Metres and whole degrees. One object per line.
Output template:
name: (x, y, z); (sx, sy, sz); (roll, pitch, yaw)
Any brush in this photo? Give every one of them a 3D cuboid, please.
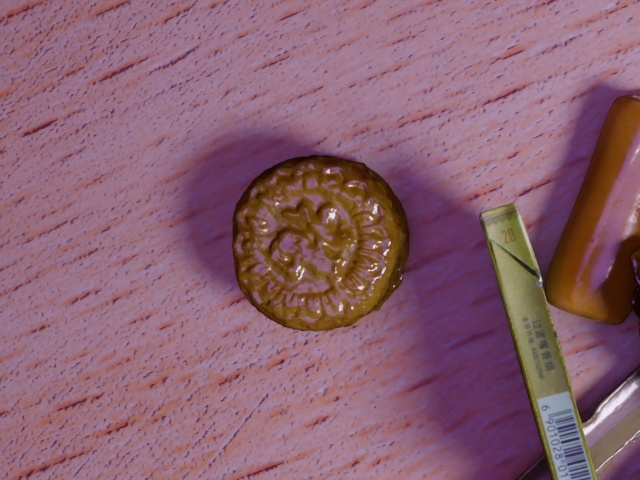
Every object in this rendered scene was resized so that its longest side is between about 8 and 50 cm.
brush: (0.282, 0.204, 1.423); (0.282, 0.048, 0.054); (-43, 78, 0)

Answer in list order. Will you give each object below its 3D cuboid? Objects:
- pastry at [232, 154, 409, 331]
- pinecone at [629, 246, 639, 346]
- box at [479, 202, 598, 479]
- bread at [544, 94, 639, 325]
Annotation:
pastry: (0.000, 0.000, 1.453); (0.188, 0.103, 0.189); (0, 88, 11)
pinecone: (0.404, 0.087, 1.318); (0.202, 0.201, 0.229); (-32, 102, 1)
box: (0.217, 0.133, 1.340); (0.043, 0.173, 0.311); (-16, 73, 7)
bread: (0.301, -0.034, 1.409); (0.092, 0.074, 0.239); (20, 93, 16)
